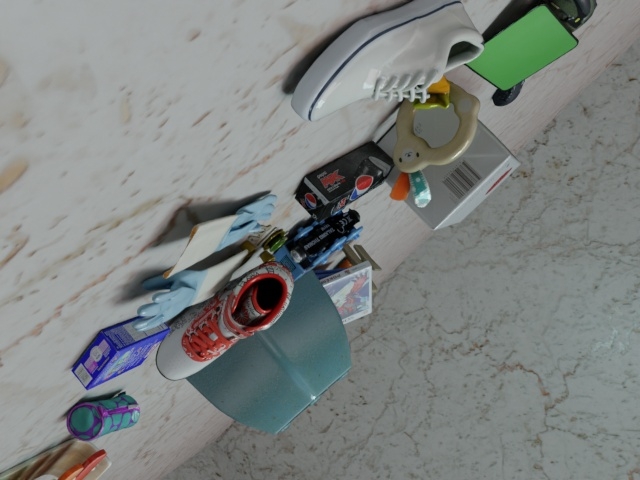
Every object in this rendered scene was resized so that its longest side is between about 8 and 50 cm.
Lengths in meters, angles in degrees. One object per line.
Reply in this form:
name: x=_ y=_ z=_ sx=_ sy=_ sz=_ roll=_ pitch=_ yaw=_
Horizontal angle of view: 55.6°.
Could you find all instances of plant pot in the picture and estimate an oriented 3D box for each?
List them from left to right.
plant pot: x=-0.089 y=0.216 z=1.179 sx=0.248 sy=0.252 sz=0.247 roll=-49 pitch=167 yaw=33

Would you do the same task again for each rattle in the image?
rattle: x=0.142 y=-0.142 z=0.889 sx=0.200 sy=0.130 sz=0.143 roll=-58 pitch=174 yaw=16

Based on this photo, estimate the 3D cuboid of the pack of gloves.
pack of gloves: x=-0.156 y=0.017 z=0.801 sx=0.195 sy=0.046 sz=0.232 roll=-54 pitch=170 yaw=24

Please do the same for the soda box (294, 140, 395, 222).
soda box: x=0.041 y=-0.094 z=0.947 sx=0.169 sy=0.060 sz=0.053 roll=-33 pitch=163 yaw=-38

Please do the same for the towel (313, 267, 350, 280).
towel: x=-0.054 y=0.170 z=1.430 sx=0.209 sy=0.034 sz=0.285 roll=-4 pitch=137 yaw=-33

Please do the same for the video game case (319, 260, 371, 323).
video game case: x=0.035 y=0.144 z=1.412 sx=0.183 sy=0.023 sz=0.201 roll=-22 pitch=143 yaw=-12

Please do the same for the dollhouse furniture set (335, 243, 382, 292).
dollhouse furniture set: x=0.034 y=0.113 z=1.618 sx=0.262 sy=0.135 sz=0.259 roll=-46 pitch=156 yaw=20

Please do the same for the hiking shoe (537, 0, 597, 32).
hiking shoe: x=0.385 y=-0.362 z=1.035 sx=0.114 sy=0.086 sz=0.227 roll=-42 pitch=168 yaw=-4

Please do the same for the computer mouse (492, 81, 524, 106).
computer mouse: x=0.454 y=-0.376 z=1.321 sx=0.071 sy=0.041 sz=0.242 roll=-34 pitch=165 yaw=-32

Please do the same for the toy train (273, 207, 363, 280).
toy train: x=0.000 y=0.000 z=1.131 sx=0.184 sy=0.080 sz=0.105 roll=-35 pitch=176 yaw=-40

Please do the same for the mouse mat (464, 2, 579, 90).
mouse mat: x=0.335 y=-0.315 z=1.013 sx=0.152 sy=0.007 sz=0.189 roll=-31 pitch=156 yaw=32

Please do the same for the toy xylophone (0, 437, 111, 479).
toy xylophone: x=-0.530 y=0.462 z=1.058 sx=0.236 sy=0.081 sz=0.322 roll=-47 pitch=167 yaw=26

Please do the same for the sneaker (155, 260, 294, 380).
sneaker: x=-0.155 y=0.129 z=0.945 sx=0.270 sy=0.090 sz=0.145 roll=-38 pitch=-175 yaw=-4

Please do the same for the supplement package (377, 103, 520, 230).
supplement package: x=0.237 y=-0.145 z=1.114 sx=0.177 sy=0.175 sz=0.293 roll=-47 pitch=168 yaw=19

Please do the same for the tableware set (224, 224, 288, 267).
tableware set: x=-0.101 y=0.021 z=0.995 sx=0.104 sy=0.024 sz=0.154 roll=-43 pitch=169 yaw=7

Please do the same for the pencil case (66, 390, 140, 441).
pencil case: x=-0.368 y=0.301 z=1.042 sx=0.070 sy=0.065 sz=0.152 roll=-26 pitch=169 yaw=3

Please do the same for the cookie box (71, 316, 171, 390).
cookie box: x=-0.278 y=0.153 z=0.853 sx=0.092 sy=0.040 sz=0.107 roll=-47 pitch=167 yaw=24

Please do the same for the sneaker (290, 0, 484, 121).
sneaker: x=0.085 y=-0.191 z=0.654 sx=0.258 sy=0.091 sz=0.094 roll=-37 pitch=168 yaw=-24
